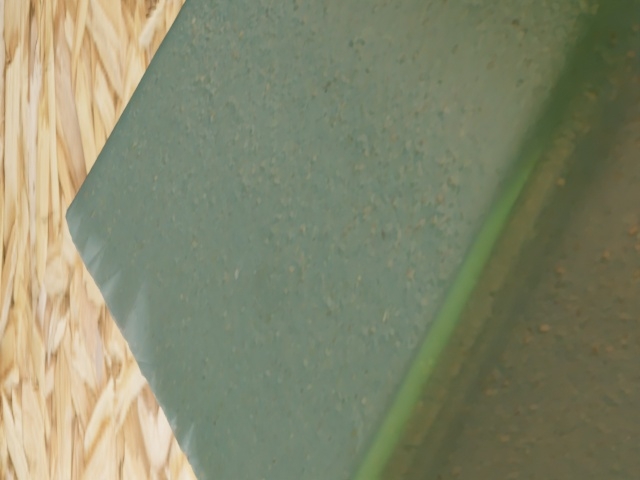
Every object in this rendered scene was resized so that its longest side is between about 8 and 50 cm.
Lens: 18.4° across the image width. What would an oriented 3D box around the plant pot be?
[{"bbox_3d":[0.103,-0.035,0.598,0.252,0.248,0.247,-66,30,20],"label":"plant pot"}]
